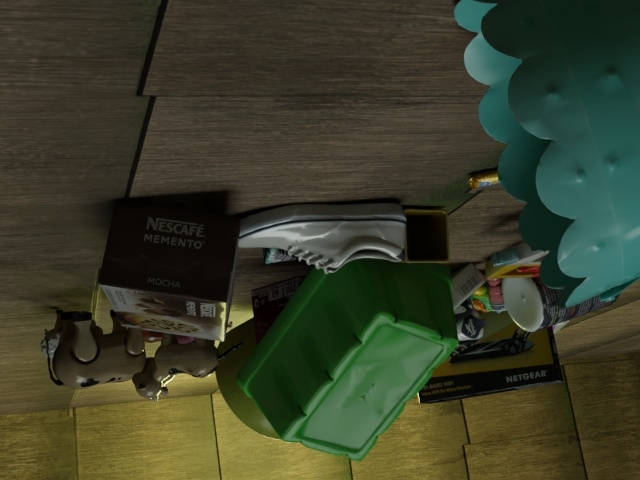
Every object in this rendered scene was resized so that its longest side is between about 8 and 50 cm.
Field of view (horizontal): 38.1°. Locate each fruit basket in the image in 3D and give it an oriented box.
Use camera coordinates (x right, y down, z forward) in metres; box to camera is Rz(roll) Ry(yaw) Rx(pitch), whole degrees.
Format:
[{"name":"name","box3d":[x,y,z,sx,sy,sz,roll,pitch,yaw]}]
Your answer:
[{"name":"fruit basket","box3d":[0.049,0.144,1.604,0.283,0.392,0.392,22,151,-29]}]

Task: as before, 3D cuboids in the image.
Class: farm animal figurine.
[{"name":"farm animal figurine","box3d":[-0.331,0.210,1.666,0.327,0.172,0.330,-1,178,-18]}]

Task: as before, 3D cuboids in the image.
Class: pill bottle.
[{"name":"pill bottle","box3d":[0.480,0.080,1.762,0.246,0.130,0.130,-15,169,-21]}]

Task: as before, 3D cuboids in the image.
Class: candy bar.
[{"name":"candy bar","box3d":[0.283,-0.094,1.270,0.162,0.018,0.040,-11,165,8]}]

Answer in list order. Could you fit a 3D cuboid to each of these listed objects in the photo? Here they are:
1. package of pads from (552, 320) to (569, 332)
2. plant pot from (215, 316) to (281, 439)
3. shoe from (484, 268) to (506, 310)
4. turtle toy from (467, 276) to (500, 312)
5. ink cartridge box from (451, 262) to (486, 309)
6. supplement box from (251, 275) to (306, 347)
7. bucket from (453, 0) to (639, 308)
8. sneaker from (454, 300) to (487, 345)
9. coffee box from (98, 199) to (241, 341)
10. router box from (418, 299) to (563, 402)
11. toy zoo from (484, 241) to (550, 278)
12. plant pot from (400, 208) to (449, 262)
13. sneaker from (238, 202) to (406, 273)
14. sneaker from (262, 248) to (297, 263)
[{"name":"package of pads","box3d":[0.446,0.203,2.313,0.297,0.101,0.229,-6,164,-2]},{"name":"plant pot","box3d":[-0.027,0.231,1.932,0.275,0.274,0.293,6,144,-43]},{"name":"shoe","box3d":[0.380,0.069,1.851,0.064,0.081,0.178,-3,-160,35]},{"name":"turtle toy","box3d":[0.346,0.113,1.946,0.095,0.066,0.130,10,-165,-12]},{"name":"ink cartridge box","box3d":[0.211,0.140,1.880,0.181,0.056,0.225,-38,179,-29]},{"name":"supplement box","box3d":[-0.055,0.201,1.773,0.130,0.239,0.073,-19,161,36]},{"name":"bucket","box3d":[0.233,-0.101,0.739,0.183,0.281,0.281,-18,164,6]},{"name":"sneaker","box3d":[0.266,0.193,1.918,0.153,0.094,0.235,-7,-157,16]},{"name":"coffee box","box3d":[-0.205,0.052,1.312,0.168,0.118,0.297,9,163,-5]},{"name":"router box","box3d":[0.353,0.215,2.030,0.309,0.242,0.081,-14,164,22]},{"name":"toy zoo","box3d":[0.414,0.026,1.562,0.293,0.030,0.192,-1,164,-22]},{"name":"plant pot","box3d":[0.141,-0.003,1.429,0.081,0.081,0.083,0,174,-28]},{"name":"sneaker","box3d":[0.000,0.000,1.333,0.258,0.091,0.094,-5,165,-3]},{"name":"sneaker","box3d":[-0.055,0.012,1.470,0.069,0.038,0.098,-8,175,-7]}]
